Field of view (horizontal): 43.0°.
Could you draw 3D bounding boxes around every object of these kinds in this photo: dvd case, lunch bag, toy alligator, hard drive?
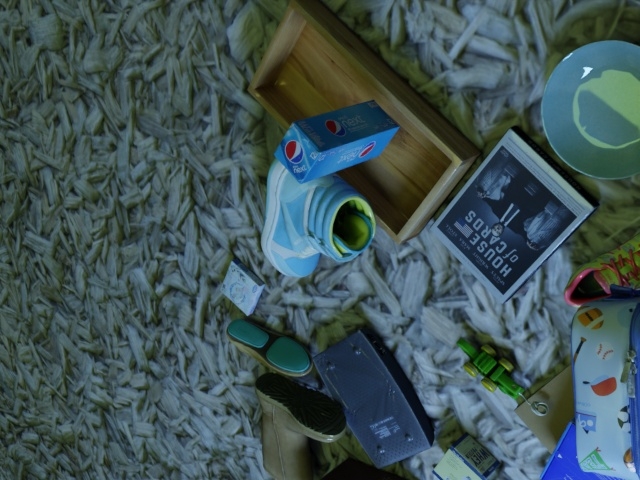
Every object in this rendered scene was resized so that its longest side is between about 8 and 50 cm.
[{"bbox_3d":[0.300,-0.036,1.293,0.179,0.030,0.238,48,130,17],"label":"dvd case"},{"bbox_3d":[0.432,0.176,1.064,0.115,0.303,0.243,0,90,42],"label":"lunch bag"},{"bbox_3d":[0.306,0.236,1.377,0.190,0.056,0.051,40,168,25],"label":"toy alligator"},{"bbox_3d":[0.106,0.302,1.569,0.172,0.054,0.254,-38,81,42],"label":"hard drive"}]

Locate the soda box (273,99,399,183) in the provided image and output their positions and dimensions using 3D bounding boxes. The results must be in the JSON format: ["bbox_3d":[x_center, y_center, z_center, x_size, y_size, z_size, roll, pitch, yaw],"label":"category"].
[{"bbox_3d":[0.028,-0.155,1.256,0.067,0.210,0.071,49,130,15],"label":"soda box"}]

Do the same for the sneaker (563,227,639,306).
[{"bbox_3d":[0.437,0.044,1.163,0.208,0.094,0.081,-42,77,40],"label":"sneaker"}]

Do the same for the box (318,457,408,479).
[{"bbox_3d":[0.089,0.567,1.607,0.203,0.167,0.168,10,113,38],"label":"box"}]

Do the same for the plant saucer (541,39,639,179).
[{"bbox_3d":[0.408,-0.183,1.139,0.195,0.037,0.194,16,116,36],"label":"plant saucer"}]

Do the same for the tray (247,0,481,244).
[{"bbox_3d":[0.063,-0.210,1.399,0.411,0.076,0.202,46,130,16],"label":"tray"}]

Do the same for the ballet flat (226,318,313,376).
[{"bbox_3d":[-0.101,0.235,1.722,0.232,0.080,0.073,26,150,34],"label":"ballet flat"}]

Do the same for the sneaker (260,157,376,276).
[{"bbox_3d":[0.000,0.000,1.446,0.208,0.127,0.319,42,152,29],"label":"sneaker"}]

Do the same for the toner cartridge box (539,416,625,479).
[{"bbox_3d":[0.501,0.407,1.186,0.348,0.075,0.165,40,139,29],"label":"toner cartridge box"}]

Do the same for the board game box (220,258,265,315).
[{"bbox_3d":[-0.169,0.101,1.750,0.090,0.020,0.090,42,128,22],"label":"board game box"}]

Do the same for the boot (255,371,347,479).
[{"bbox_3d":[-0.036,0.421,1.690,0.236,0.089,0.269,28,135,37],"label":"boot"}]

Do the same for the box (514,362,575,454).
[{"bbox_3d":[0.431,0.284,1.308,0.164,0.021,0.201,49,131,16],"label":"box"}]

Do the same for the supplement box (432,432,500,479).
[{"bbox_3d":[0.264,0.413,1.475,0.083,0.056,0.083,41,128,21],"label":"supplement box"}]
